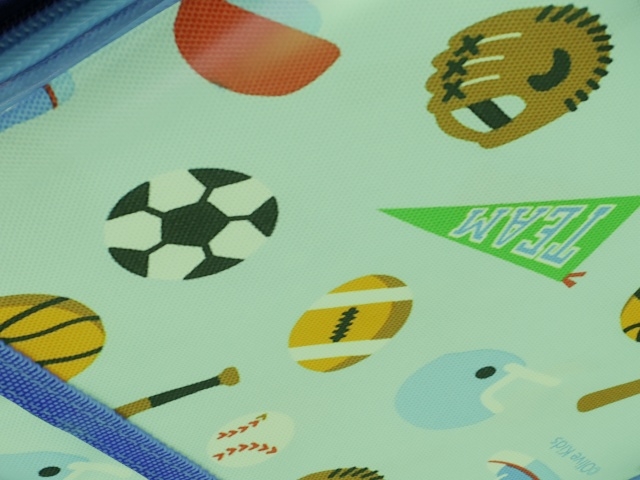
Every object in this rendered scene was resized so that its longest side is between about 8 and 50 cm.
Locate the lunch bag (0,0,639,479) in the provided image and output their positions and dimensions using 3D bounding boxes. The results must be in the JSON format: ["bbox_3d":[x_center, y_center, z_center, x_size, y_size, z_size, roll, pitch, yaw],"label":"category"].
[{"bbox_3d":[0.000,0.000,0.504,0.243,0.115,0.303,-30,142,13],"label":"lunch bag"}]
